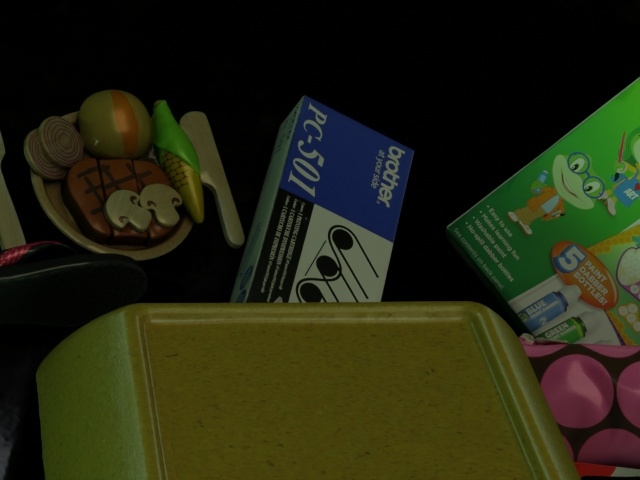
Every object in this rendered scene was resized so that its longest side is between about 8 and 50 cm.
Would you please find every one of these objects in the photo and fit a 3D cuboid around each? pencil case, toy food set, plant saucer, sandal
[{"bbox_3d":[0.221,0.113,1.372,0.209,0.095,0.098,1,76,2],"label":"pencil case"},{"bbox_3d":[-0.142,-0.047,1.363,0.192,0.038,0.132,-5,62,-32],"label":"toy food set"},{"bbox_3d":[0.006,0.130,1.157,0.332,0.081,0.333,0,32,-11],"label":"plant saucer"},{"bbox_3d":[-0.195,0.024,1.269,0.179,0.067,0.040,-3,50,-29],"label":"sandal"}]

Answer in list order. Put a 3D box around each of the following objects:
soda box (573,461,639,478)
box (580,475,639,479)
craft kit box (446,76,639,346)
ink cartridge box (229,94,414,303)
[{"bbox_3d":[0.155,0.208,1.327,0.286,0.091,0.098,10,55,-25],"label":"soda box"},{"bbox_3d":[0.196,0.254,1.222,0.158,0.093,0.156,47,65,-16],"label":"box"},{"bbox_3d":[0.264,0.015,1.456,0.246,0.061,0.250,-38,80,-5],"label":"craft kit box"},{"bbox_3d":[0.000,0.000,1.409,0.097,0.046,0.207,25,50,-14],"label":"ink cartridge box"}]
